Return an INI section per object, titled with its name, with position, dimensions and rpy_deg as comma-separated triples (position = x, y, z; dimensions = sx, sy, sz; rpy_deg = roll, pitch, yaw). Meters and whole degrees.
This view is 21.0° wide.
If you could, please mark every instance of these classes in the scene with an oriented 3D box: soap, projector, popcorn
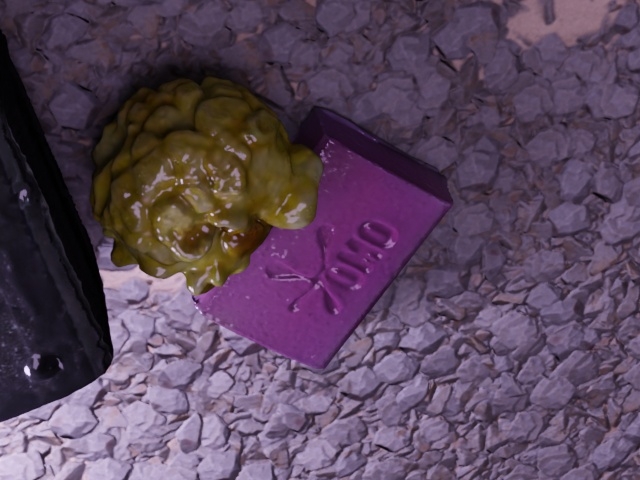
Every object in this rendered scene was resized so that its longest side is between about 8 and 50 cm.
[soap]
position = 0.000, 0.001, 1.887
dimensions = 0.181, 0.081, 0.259
rpy_deg = 28, 113, -27
[projector]
position = -0.446, 0.006, 1.690
dimensions = 0.405, 0.242, 0.395
rpy_deg = -19, 124, -2
[popcorn]
position = -0.124, -0.052, 1.759
dimensions = 0.217, 0.181, 0.235
rpy_deg = 18, 117, -19
